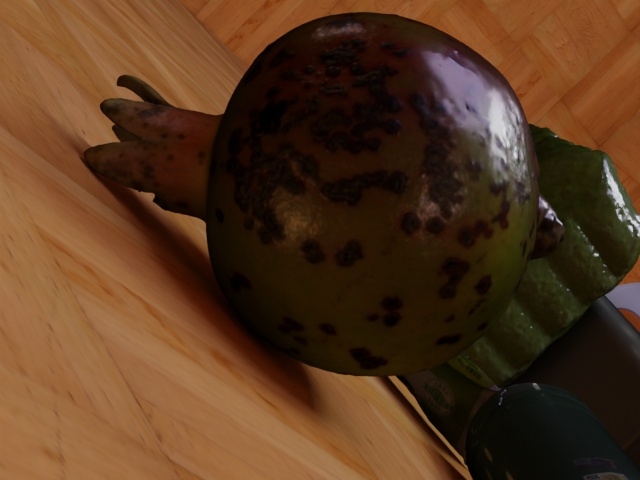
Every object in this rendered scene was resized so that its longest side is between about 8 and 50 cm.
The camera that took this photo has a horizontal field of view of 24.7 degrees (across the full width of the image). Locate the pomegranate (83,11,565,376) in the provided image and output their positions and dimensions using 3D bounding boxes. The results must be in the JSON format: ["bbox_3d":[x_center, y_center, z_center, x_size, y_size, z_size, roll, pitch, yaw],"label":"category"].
[{"bbox_3d":[0.005,-0.037,0.796,0.246,0.198,0.198,27,-5,29],"label":"pomegranate"}]

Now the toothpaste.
[{"bbox_3d":[0.047,0.059,1.076,0.047,0.078,0.248,-15,47,-37],"label":"toothpaste"}]

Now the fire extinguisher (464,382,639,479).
[{"bbox_3d":[0.161,0.167,0.843,0.311,0.114,0.095,-101,-173,-79],"label":"fire extinguisher"}]

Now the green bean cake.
[{"bbox_3d":[0.173,0.013,1.359,0.125,0.248,0.222,46,3,-19],"label":"green bean cake"}]

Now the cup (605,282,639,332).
[{"bbox_3d":[0.360,0.223,1.449,0.212,0.212,0.317,40,11,-49],"label":"cup"}]

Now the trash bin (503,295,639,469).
[{"bbox_3d":[0.248,0.164,1.270,0.122,0.164,0.240,44,6,-19],"label":"trash bin"}]
